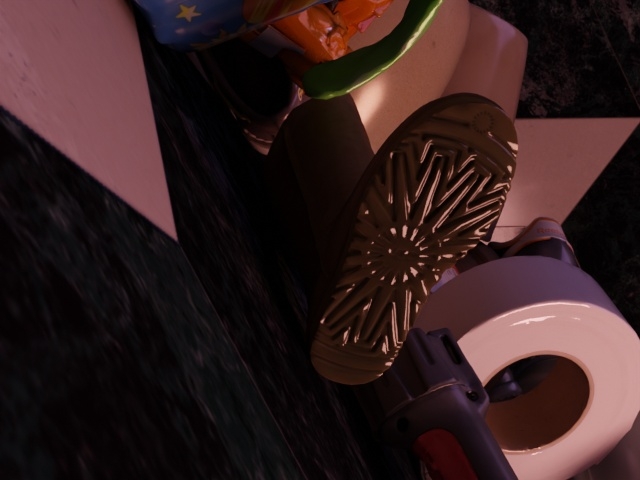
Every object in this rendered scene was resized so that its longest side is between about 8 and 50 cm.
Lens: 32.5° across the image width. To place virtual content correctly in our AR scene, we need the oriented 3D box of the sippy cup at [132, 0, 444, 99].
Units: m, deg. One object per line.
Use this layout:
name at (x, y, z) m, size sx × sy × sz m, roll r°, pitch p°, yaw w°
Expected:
sippy cup at (-0.050, -0.252, 0.773) m, size 0.305 × 0.224 × 0.240 m, roll 61°, pitch 4°, yaw 3°

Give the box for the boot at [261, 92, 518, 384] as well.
boot at (0.030, -0.055, 0.830) m, size 0.089 × 0.236 × 0.269 m, roll 23°, pitch 24°, yaw -22°

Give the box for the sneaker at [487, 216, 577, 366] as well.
sneaker at (0.274, 0.086, 1.592) m, size 0.321 × 0.126 × 0.127 m, roll 127°, pitch -28°, yaw -52°

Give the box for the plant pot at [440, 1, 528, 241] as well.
plant pot at (0.147, -0.187, 1.525) m, size 0.323 × 0.280 × 0.323 m, roll 25°, pitch 5°, yaw -2°

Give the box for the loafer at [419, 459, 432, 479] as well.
loafer at (0.133, 0.267, 1.102) m, size 0.039 × 0.045 × 0.125 m, roll 91°, pitch -24°, yaw -55°

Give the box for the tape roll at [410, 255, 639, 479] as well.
tape roll at (0.231, 0.162, 1.278) m, size 0.286 × 0.286 × 0.100 m, roll 61°, pitch 4°, yaw -32°

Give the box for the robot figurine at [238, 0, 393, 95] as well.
robot figurine at (-0.071, -0.276, 0.982) m, size 0.291 × 0.085 × 0.211 m, roll 43°, pitch 47°, yaw -10°

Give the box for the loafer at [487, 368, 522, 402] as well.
loafer at (0.215, 0.207, 1.618) m, size 0.251 × 0.094 × 0.087 m, roll -37°, pitch -112°, yaw 65°

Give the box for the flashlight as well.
flashlight at (0.112, 0.212, 0.823) m, size 0.103 × 0.103 × 0.304 m, roll 7°, pitch 43°, yaw -43°

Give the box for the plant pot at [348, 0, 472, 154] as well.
plant pot at (0.015, -0.188, 1.236) m, size 0.284 × 0.284 × 0.191 m, roll 53°, pitch 47°, yaw -69°

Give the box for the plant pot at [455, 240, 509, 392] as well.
plant pot at (0.150, 0.108, 1.513) m, size 0.109 × 0.237 × 0.237 m, roll 3°, pitch 48°, yaw -36°

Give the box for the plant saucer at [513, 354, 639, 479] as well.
plant saucer at (0.323, 0.351, 1.519) m, size 0.100 × 0.400 × 0.400 m, roll 4°, pitch 45°, yaw -31°

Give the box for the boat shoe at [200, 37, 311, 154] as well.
boat shoe at (-0.087, -0.242, 1.076) m, size 0.097 × 0.116 × 0.324 m, roll 59°, pitch 10°, yaw -78°

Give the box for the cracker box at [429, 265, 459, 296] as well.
cracker box at (0.086, 0.026, 1.339) m, size 0.232 × 0.067 × 0.156 m, roll 31°, pitch 26°, yaw -41°
